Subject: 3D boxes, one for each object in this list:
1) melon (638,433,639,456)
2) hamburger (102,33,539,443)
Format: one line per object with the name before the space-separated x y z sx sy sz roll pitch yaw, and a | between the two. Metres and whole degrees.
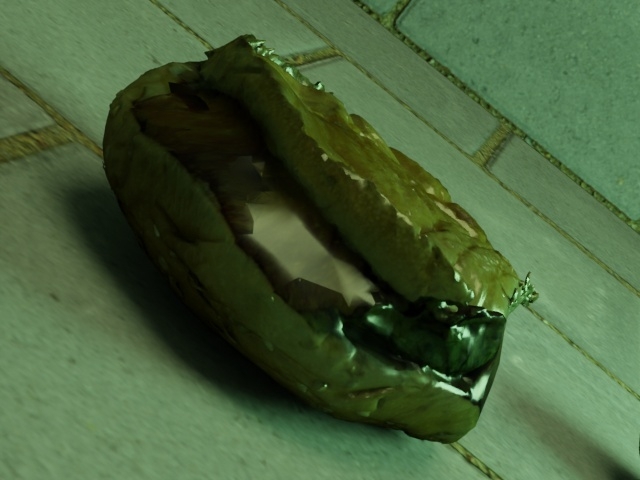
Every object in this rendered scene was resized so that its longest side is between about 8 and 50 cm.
melon | 0.326 0.177 1.202 0.192 0.139 0.139 36 14 0
hamburger | 0.002 0.002 0.959 0.265 0.134 0.285 46 9 37
